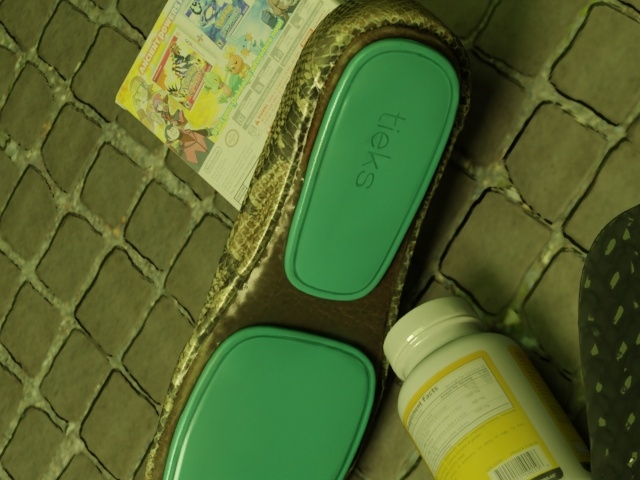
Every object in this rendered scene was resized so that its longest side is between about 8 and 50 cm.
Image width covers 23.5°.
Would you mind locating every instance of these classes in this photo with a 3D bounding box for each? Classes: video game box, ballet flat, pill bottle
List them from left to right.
[{"bbox_3d":[-0.056,-0.142,1.282,0.187,0.048,0.205,41,118,14],"label":"video game box"},{"bbox_3d":[-0.018,0.040,1.188,0.182,0.164,0.483,-127,55,-69],"label":"ballet flat"},{"bbox_3d":[0.118,0.131,1.087,0.103,0.103,0.184,-45,53,21],"label":"pill bottle"}]

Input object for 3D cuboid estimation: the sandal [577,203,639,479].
[{"bbox_3d":[0.246,0.195,0.958,0.167,0.107,0.446,-7,73,44],"label":"sandal"}]
